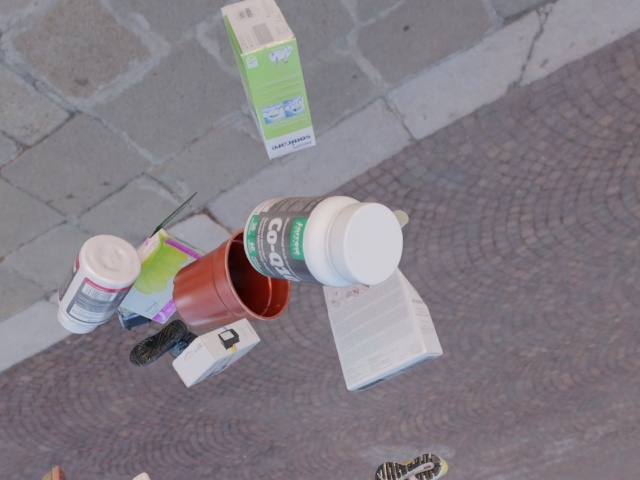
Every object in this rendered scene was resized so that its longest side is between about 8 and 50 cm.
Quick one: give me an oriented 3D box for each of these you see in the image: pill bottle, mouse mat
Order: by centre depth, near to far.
[{"bbox_3d":[0.000,0.000,1.413,0.204,0.204,0.360,24,167,-37],"label":"pill bottle"},{"bbox_3d":[-0.430,-0.072,1.801,0.007,0.153,0.189,47,154,-7],"label":"mouse mat"},{"bbox_3d":[-0.666,0.141,1.830,0.176,0.177,0.318,16,134,-31],"label":"pill bottle"}]

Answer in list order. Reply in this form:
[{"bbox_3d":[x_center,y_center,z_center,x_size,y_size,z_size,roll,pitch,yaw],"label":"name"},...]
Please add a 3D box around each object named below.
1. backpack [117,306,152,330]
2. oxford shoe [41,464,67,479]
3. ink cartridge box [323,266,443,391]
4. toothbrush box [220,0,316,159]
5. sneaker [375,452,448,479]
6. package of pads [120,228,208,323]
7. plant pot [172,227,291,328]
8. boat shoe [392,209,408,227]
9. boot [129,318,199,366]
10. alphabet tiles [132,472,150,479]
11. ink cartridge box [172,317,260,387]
[{"bbox_3d":[-0.682,0.257,2.253,0.104,0.114,0.084,-19,121,-27],"label":"backpack"},{"bbox_3d":[-0.628,0.667,1.360,0.146,0.397,0.141,-14,119,-9],"label":"oxford shoe"},{"bbox_3d":[0.166,0.214,1.848,0.091,0.385,0.308,14,142,-43],"label":"ink cartridge box"},{"bbox_3d":[-0.112,-0.360,1.378,0.122,0.206,0.283,-20,141,-4],"label":"toothbrush box"},{"bbox_3d":[0.236,0.602,1.590,0.208,0.082,0.094,-24,151,30],"label":"sneaker"},{"bbox_3d":[-0.524,0.120,2.021,0.296,0.101,0.229,-45,130,16],"label":"package of pads"},{"bbox_3d":[-0.274,0.132,1.813,0.264,0.273,0.272,-21,143,32],"label":"plant pot"},{"bbox_3d":[0.195,-0.023,2.062,0.227,0.079,0.081,-27,160,-25],"label":"boat shoe"},{"bbox_3d":[-0.589,0.423,2.389,0.246,0.094,0.207,-38,152,-13],"label":"boot"},{"bbox_3d":[-0.580,0.911,1.990,0.284,0.278,0.021,-25,180,-42],"label":"alphabet tiles"},{"bbox_3d":[-0.251,0.271,1.505,0.127,0.072,0.175,-44,165,29],"label":"ink cartridge box"}]
